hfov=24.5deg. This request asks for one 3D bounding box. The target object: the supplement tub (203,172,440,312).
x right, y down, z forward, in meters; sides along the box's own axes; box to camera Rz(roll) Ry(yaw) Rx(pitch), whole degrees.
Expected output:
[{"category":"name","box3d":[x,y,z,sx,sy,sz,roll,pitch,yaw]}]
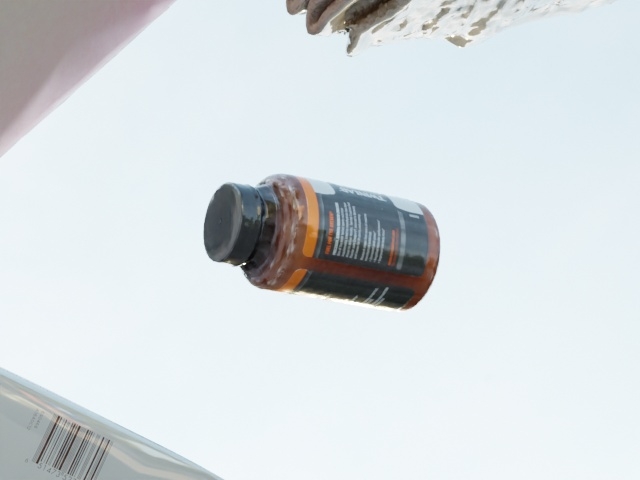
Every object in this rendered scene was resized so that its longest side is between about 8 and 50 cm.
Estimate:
[{"category":"supplement tub","box3d":[0.000,0.000,1.285,0.198,0.106,0.106,11,-30,-30]}]

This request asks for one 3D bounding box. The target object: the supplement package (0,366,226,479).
[{"category":"supplement package","box3d":[-0.186,0.167,0.857,0.194,0.149,0.203,29,-16,-15]}]

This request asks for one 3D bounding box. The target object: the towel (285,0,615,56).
[{"category":"towel","box3d":[0.133,-0.151,0.607,0.187,0.282,0.049,-39,-105,53]}]

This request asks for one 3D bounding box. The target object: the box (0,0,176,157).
[{"category":"box","box3d":[-0.108,-0.147,0.477,0.127,0.232,0.148,22,-39,24]}]
